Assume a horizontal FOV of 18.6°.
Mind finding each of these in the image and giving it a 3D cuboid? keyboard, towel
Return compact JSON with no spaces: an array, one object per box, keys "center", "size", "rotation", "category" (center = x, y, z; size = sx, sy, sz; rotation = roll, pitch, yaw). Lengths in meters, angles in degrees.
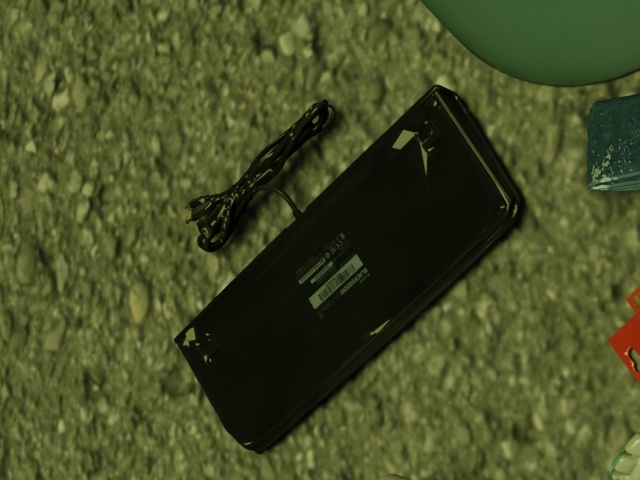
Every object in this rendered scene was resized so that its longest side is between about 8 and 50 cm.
[{"center":[0.000,0.000,1.481],"size":[0.317,0.033,0.201],"rotation":[-43,66,27],"category":"keyboard"},{"center":[0.230,-0.068,1.295],"size":[0.119,0.029,0.067],"rotation":[-6,80,40],"category":"towel"}]

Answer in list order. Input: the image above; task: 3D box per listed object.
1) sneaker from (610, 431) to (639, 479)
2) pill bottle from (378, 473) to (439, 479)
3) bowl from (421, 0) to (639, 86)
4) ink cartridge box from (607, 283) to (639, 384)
[{"center":[0.261,0.114,1.235],"size":[0.076,0.065,0.166],"rotation":[44,116,18],"category":"sneaker"},{"center":[0.087,0.205,1.354],"size":[0.120,0.067,0.067],"rotation":[20,97,40],"category":"pill bottle"},{"center":[0.138,-0.269,1.314],"size":[0.312,0.163,0.311],"rotation":[-6,81,39],"category":"bowl"},{"center":[0.235,0.049,1.275],"size":[0.115,0.029,0.063],"rotation":[-48,57,24],"category":"ink cartridge box"}]
